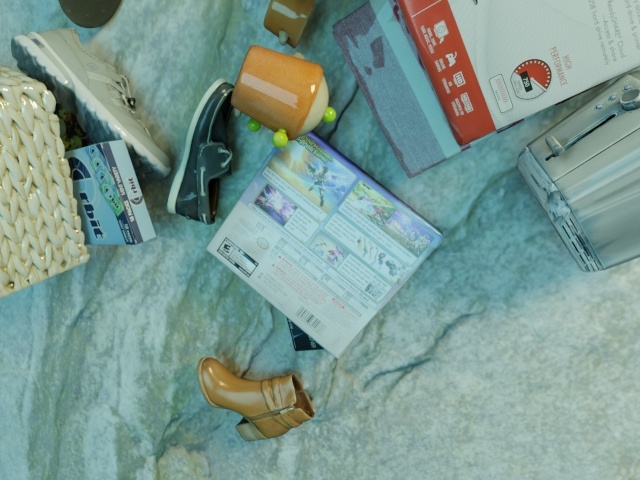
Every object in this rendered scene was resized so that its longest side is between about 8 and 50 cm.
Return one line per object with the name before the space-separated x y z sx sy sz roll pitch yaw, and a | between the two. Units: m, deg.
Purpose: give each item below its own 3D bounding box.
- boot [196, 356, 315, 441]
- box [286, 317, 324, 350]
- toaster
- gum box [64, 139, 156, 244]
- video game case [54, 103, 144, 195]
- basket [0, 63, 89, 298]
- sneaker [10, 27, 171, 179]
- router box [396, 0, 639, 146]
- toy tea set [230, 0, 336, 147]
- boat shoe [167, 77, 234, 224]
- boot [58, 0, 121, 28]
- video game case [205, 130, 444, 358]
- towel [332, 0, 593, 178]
boot | -0.113 0.265 0.745 0.153 0.073 0.197 -28 106 23
box | -0.020 0.145 0.709 0.067 0.018 0.083 -8 101 20
toaster | 0.329 -0.058 0.467 0.147 0.129 0.227 -32 130 26
gum box | -0.360 -0.071 0.677 0.185 0.041 0.156 0 110 35
video game case | -0.454 -0.149 0.759 0.211 0.042 0.231 -19 98 21
basket | -0.579 -0.096 0.626 0.332 0.267 0.327 24 124 30
sneaker | -0.336 -0.223 0.671 0.105 0.115 0.281 -16 120 51
router box | 0.210 -0.310 0.396 0.302 0.082 0.335 -23 112 21
toy tea set | -0.005 -0.273 0.522 0.125 0.200 0.335 21 110 -15
boat shoe | -0.169 -0.133 0.655 0.079 0.084 0.232 25 113 1
boot | -0.351 -0.480 0.606 0.115 0.112 0.305 36 126 25
video game case | 0.000 0.000 0.633 0.270 0.061 0.244 39 107 5
towel | 0.206 -0.255 0.523 0.329 0.037 0.236 -26 95 21
